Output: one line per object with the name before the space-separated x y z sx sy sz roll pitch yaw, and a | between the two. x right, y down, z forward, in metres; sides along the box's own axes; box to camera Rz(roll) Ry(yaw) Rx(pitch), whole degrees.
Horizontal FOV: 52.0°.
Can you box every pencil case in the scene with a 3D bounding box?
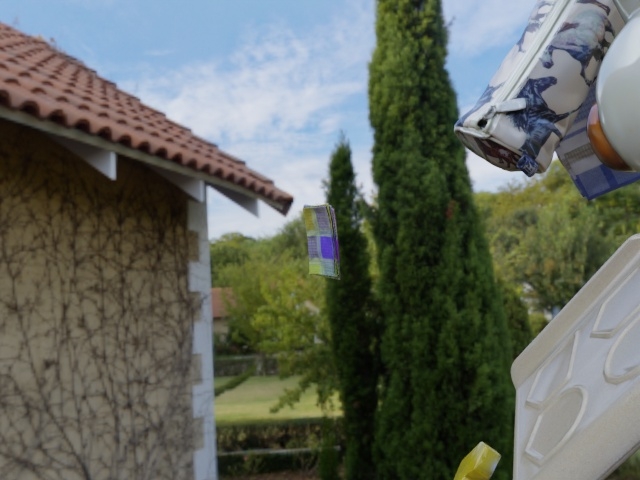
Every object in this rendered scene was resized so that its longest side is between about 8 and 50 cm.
pencil case | 0.374 -0.303 1.029 0.160 0.410 0.184 33 9 23

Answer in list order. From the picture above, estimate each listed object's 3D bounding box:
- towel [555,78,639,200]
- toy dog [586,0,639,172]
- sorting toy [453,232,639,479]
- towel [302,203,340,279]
towel | 0.501 -0.225 1.163 0.209 0.285 0.034 -26 17 31
toy dog | 0.363 -0.253 0.582 0.396 0.407 0.285 -5 3 -26
sorting toy | 0.219 0.148 0.585 0.041 0.307 0.229 34 24 0
towel | 0.000 0.000 0.720 0.010 0.083 0.060 -10 9 -32
